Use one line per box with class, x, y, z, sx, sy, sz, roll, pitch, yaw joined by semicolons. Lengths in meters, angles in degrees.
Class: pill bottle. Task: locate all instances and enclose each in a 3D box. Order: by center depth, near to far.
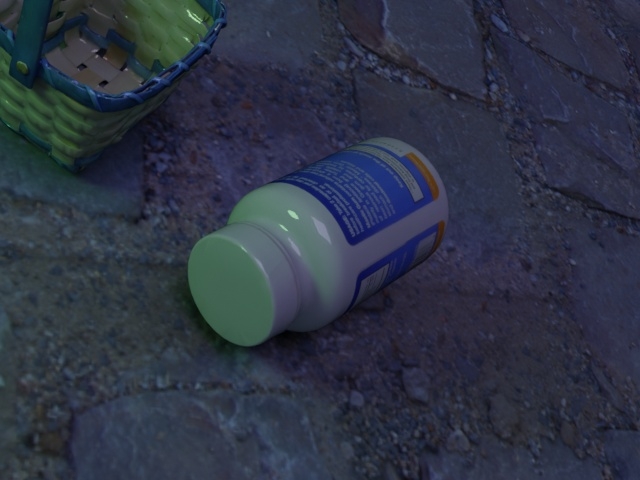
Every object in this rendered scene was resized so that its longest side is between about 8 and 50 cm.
pill bottle;0.000;0.000;0.889;0.272;0.152;0.152;-28;76;-44

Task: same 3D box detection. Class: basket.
basket;-0.202;-0.223;0.815;0.201;0.289;0.255;40;43;-3
